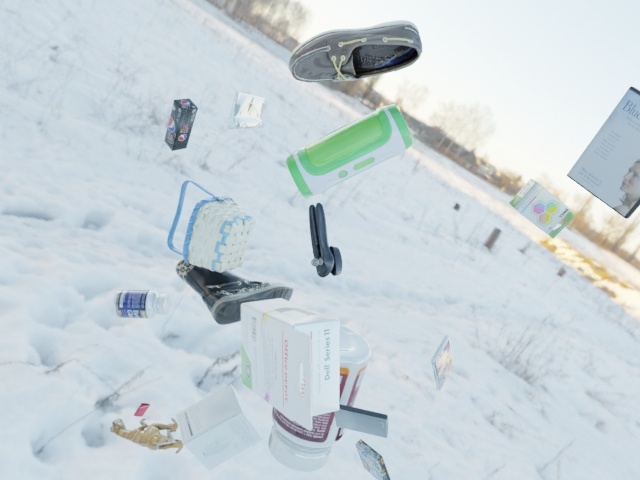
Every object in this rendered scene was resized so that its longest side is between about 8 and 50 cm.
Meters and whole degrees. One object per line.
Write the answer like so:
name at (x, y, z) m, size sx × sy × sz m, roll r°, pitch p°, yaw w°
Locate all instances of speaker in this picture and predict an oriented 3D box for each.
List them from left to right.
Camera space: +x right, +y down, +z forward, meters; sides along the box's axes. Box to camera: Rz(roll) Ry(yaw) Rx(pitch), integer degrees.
speaker at (0.070, -0.218, 1.429) m, size 0.131 × 0.297 × 0.131 m, roll 63°, pitch 6°, yaw -12°

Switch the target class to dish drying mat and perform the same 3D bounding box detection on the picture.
dish drying mat at (-0.601, 0.571, 1.964) m, size 0.032 × 0.083 × 0.008 m, roll 14°, pitch 41°, yaw -30°

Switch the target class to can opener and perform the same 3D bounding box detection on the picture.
can opener at (0.000, 0.000, 1.428) m, size 0.073 × 0.059 × 0.186 m, roll -6°, pitch 80°, yaw -53°

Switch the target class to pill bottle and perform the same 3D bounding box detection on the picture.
pill bottle at (-0.590, 0.211, 1.934) m, size 0.170 × 0.094 × 0.094 m, roll 0°, pitch 13°, yaw 4°
pill bottle at (-0.013, 0.451, 1.694) m, size 0.224 × 0.392 × 0.224 m, roll 16°, pitch 17°, yaw -5°

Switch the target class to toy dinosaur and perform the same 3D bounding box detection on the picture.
toy dinosaur at (-0.292, 0.353, 1.037) m, size 0.212 × 0.064 × 0.112 m, roll -9°, pitch -15°, yaw 37°

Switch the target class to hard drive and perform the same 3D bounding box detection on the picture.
hard drive at (0.105, 0.458, 1.482) m, size 0.135 × 0.094 × 0.022 m, roll 8°, pitch 47°, yaw 15°

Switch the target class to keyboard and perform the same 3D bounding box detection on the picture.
keyboard at (-0.152, -0.272, 1.235) m, size 0.014 × 0.072 × 0.256 m, roll 9°, pitch 12°, yaw 5°

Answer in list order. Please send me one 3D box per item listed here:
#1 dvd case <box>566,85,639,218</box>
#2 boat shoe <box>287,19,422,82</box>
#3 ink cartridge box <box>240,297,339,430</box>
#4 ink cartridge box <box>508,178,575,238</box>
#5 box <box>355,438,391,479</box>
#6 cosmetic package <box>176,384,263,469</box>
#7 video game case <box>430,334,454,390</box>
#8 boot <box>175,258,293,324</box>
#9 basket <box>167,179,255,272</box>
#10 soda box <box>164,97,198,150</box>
dvd case at (0.717, -0.200, 1.353) m, size 0.022 × 0.253 × 0.180 m, roll -13°, pitch 50°, yaw -42°
boat shoe at (0.078, -0.434, 1.381) m, size 0.096 × 0.325 × 0.116 m, roll -92°, pitch 169°, yaw -45°
ink cartridge box at (-0.058, 0.259, 1.292) m, size 0.119 × 0.207 × 0.353 m, roll -3°, pitch 6°, yaw -29°
ink cartridge box at (0.730, -0.095, 1.897) m, size 0.209 × 0.109 × 0.062 m, roll 36°, pitch 14°, yaw -12°
box at (0.159, 0.668, 1.755) m, size 0.094 × 0.027 × 0.137 m, roll 26°, pitch -36°, yaw 44°
cosmetic package at (-0.360, 0.671, 2.098) m, size 0.138 × 0.225 × 0.224 m, roll 57°, pitch -9°, yaw 46°
video game case at (0.305, 0.305, 1.454) m, size 0.011 × 0.087 × 0.122 m, roll 14°, pitch -41°, yaw 34°
boot at (-0.299, 0.153, 2.055) m, size 0.284 × 0.138 × 0.377 m, roll 38°, pitch 28°, yaw 29°
basket at (-0.372, -0.032, 1.910) m, size 0.289 × 0.254 × 0.201 m, roll 28°, pitch 21°, yaw 21°
soda box at (-0.442, -0.365, 1.841) m, size 0.060 × 0.169 × 0.053 m, roll -20°, pitch 61°, yaw -40°
